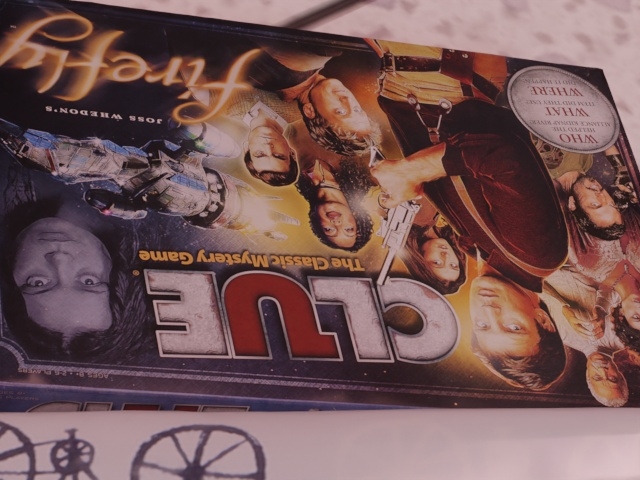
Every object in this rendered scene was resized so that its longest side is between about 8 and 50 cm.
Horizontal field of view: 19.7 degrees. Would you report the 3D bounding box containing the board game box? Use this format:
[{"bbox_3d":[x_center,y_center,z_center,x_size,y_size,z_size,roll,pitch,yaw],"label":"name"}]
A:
[{"bbox_3d":[0.000,0.000,0.613,0.243,0.042,0.165,5,49,-20],"label":"board game box"}]

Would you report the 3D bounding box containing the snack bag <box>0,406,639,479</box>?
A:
[{"bbox_3d":[-0.056,0.178,0.359,0.323,0.037,0.343,1,51,2],"label":"snack bag"}]
